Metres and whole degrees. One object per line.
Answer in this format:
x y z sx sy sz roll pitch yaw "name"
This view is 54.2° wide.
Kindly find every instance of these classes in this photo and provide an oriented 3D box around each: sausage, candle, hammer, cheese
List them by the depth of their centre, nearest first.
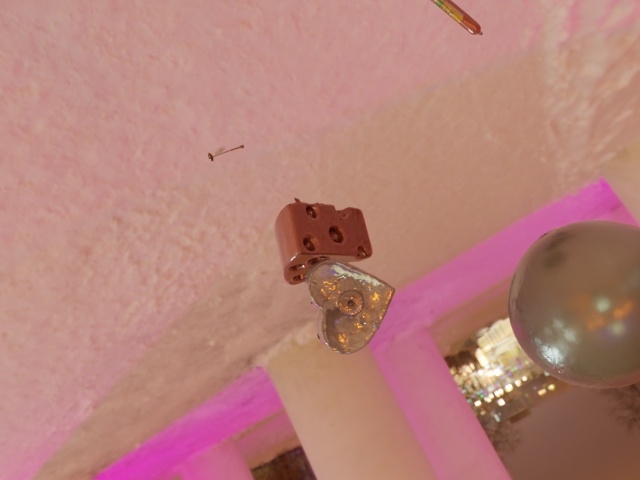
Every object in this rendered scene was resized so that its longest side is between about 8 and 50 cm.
0.062 0.120 1.223 0.168 0.193 0.068 -19 -176 -7 "candle"
-0.026 0.009 1.350 0.202 0.128 0.177 2 155 -39 "cheese"
0.287 -0.546 1.442 0.029 0.223 0.029 -51 -177 4 "sausage"
-0.277 -0.260 1.833 0.122 0.029 0.014 -15 -150 22 "hammer"

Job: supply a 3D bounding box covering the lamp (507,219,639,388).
0.169 0.038 0.386 0.105 0.105 0.105 -24 160 -9 "lamp"
